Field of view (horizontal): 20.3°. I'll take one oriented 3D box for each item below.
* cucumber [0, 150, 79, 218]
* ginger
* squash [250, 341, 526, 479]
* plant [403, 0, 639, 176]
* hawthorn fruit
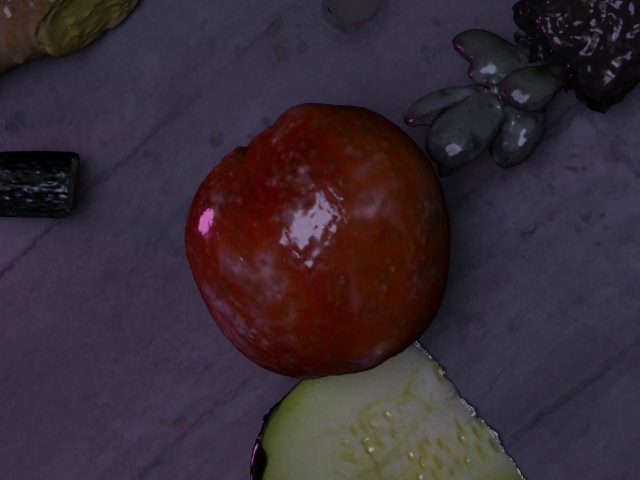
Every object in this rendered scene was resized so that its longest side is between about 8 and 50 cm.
[{"bbox_3d":[-0.373,-0.060,1.961,0.241,0.074,0.074,0,91,17],"label":"cucumber"},{"bbox_3d":[-0.349,-0.244,1.929,0.354,0.126,0.190,-13,73,11],"label":"ginger"},{"bbox_3d":[0.057,0.226,1.817,0.204,0.155,0.237,-42,79,13],"label":"squash"},{"bbox_3d":[0.212,-0.168,1.773,0.274,0.146,0.149,-34,85,12],"label":"plant"},{"bbox_3d":[0.000,0.000,1.770,0.284,0.284,0.284,0,91,14],"label":"hawthorn fruit"}]
